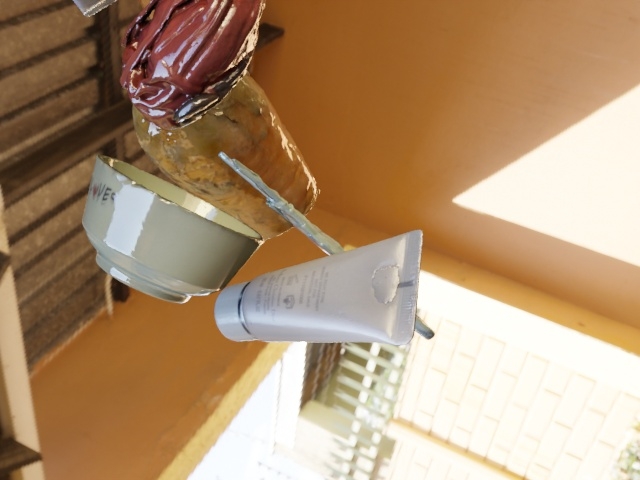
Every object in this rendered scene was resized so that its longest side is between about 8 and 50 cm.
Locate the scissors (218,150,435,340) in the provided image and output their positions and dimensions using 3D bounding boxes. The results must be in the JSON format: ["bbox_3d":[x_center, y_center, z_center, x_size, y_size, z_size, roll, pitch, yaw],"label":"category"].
[{"bbox_3d":[0.000,0.000,1.070,0.029,0.383,0.256,-49,15,-1],"label":"scissors"}]

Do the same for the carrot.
[{"bbox_3d":[-0.168,-0.166,1.285,0.340,0.224,0.224,52,-122,-45],"label":"carrot"}]

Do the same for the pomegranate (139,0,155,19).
[{"bbox_3d":[-0.242,-0.505,1.329,0.229,0.252,0.270,-27,-33,7],"label":"pomegranate"}]

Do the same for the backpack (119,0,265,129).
[{"bbox_3d":[-0.159,-0.260,0.929,0.229,0.139,0.229,-40,27,26],"label":"backpack"}]

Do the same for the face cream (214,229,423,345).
[{"bbox_3d":[-0.008,0.075,0.920,0.089,0.314,0.143,32,-123,-38],"label":"face cream"}]

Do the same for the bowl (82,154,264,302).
[{"bbox_3d":[-0.179,-0.002,0.826,0.112,0.211,0.211,-64,-16,4],"label":"bowl"}]

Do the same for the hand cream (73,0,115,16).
[{"bbox_3d":[-0.547,-0.585,1.571,0.091,0.058,0.271,-30,-26,7],"label":"hand cream"}]
